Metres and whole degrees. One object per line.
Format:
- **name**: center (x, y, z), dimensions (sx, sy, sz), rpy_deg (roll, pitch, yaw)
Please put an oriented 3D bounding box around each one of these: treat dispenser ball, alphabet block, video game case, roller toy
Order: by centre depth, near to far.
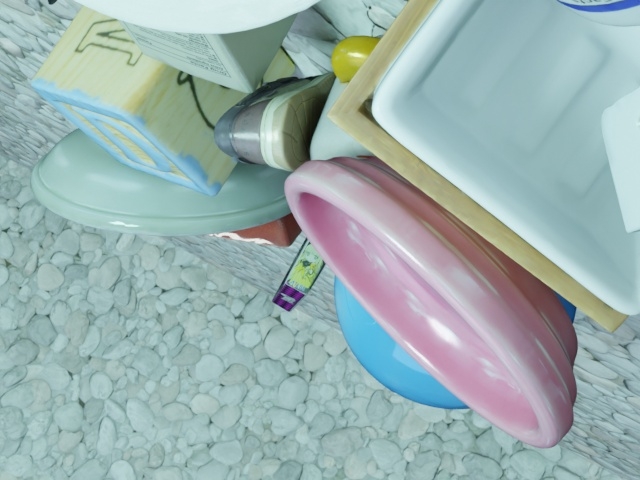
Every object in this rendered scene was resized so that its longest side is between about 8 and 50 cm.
- **roller toy**: center (0.095, -0.111, 0.973), dimensions (0.209, 0.146, 0.191), rpy_deg (21, 161, -2)
- **alphabet block**: center (-0.184, -0.197, 1.152), dimensions (0.193, 0.197, 0.192), rpy_deg (21, 165, 36)
- **treat dispenser ball**: center (0.160, 0.057, 1.156), dimensions (0.288, 0.288, 0.288), rpy_deg (28, 167, 7)
- **video game case**: center (0.000, 0.000, 1.472), dimensions (0.042, 0.210, 0.232), rpy_deg (30, 168, -2)

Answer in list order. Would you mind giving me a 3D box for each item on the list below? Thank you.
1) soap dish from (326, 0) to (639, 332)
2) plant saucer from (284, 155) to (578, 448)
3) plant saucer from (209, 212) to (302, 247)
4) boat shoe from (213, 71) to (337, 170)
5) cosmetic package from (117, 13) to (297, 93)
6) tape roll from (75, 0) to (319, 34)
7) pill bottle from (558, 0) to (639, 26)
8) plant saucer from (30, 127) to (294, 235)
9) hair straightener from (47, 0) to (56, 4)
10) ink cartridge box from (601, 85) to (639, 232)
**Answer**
- **soap dish**: center (0.174, -0.102, 0.698), dimensions (0.291, 0.229, 0.118), rpy_deg (35, -177, -22)
- **plant saucer**: center (0.108, 0.041, 0.871), dimensions (0.332, 0.084, 0.332), rpy_deg (44, 169, 10)
- **plant saucer**: center (-0.134, -0.076, 1.458), dimensions (0.259, 0.048, 0.258), rpy_deg (8, -156, 13)
- **boat shoe**: center (-0.033, -0.134, 1.057), dimensions (0.092, 0.103, 0.285), rpy_deg (8, -163, 13)
- **cosmetic package**: center (-0.138, -0.280, 0.884), dimensions (0.153, 0.129, 0.296), rpy_deg (23, 165, 22)
- **tape roll**: center (-0.122, -0.300, 0.583), dimensions (0.392, 0.072, 0.392), rpy_deg (16, 144, 13)
- **pill bottle**: center (0.138, -0.200, 0.473), dimensions (0.272, 0.152, 0.152), rpy_deg (20, 175, -37)
- **plant saucer**: center (-0.209, -0.127, 1.382), dimensions (0.400, 0.100, 0.400), rpy_deg (3, -155, -1)
- **hair straightener**: center (-0.318, -0.344, 1.253), dimensions (0.089, 0.047, 0.230), rpy_deg (36, 162, -24)
- **ink cartridge box**: center (0.300, -0.067, 0.583), dimensions (0.208, 0.087, 0.153), rpy_deg (-7, 172, -9)
